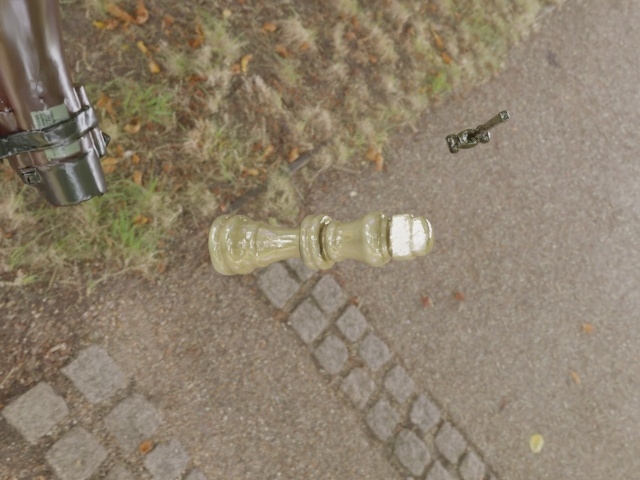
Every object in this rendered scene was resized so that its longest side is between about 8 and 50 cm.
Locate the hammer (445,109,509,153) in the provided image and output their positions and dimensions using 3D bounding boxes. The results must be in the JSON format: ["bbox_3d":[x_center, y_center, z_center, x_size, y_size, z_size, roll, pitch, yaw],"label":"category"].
[{"bbox_3d":[0.191,-0.131,0.772,0.292,0.058,0.029,-36,107,-82],"label":"hammer"}]

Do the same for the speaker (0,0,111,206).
[{"bbox_3d":[-0.405,-0.189,0.821,0.259,0.198,0.330,-40,128,-53],"label":"speaker"}]

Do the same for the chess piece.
[{"bbox_3d":[0.000,0.000,1.131,0.117,0.397,0.117,-3,90,-67],"label":"chess piece"}]
